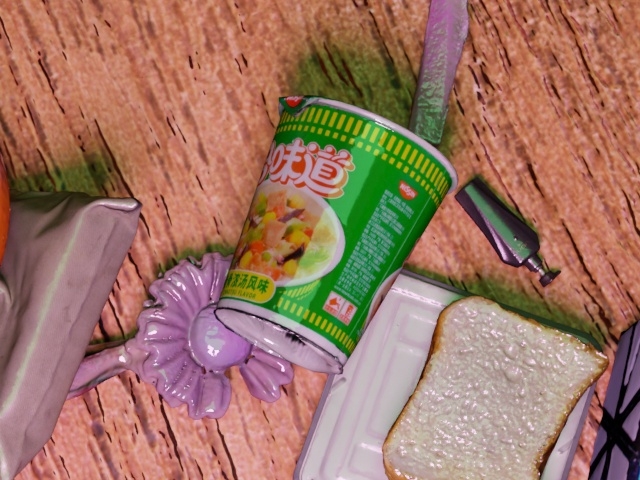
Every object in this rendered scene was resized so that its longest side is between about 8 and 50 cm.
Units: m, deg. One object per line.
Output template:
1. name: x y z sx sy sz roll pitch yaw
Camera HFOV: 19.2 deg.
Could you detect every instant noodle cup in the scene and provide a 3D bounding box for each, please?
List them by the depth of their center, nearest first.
1. instant noodle cup: 0.000 0.000 1.914 0.207 0.207 0.232 25 76 3

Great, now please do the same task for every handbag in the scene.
1. handbag: -0.318 0.090 1.893 0.253 0.109 0.315 8 73 45

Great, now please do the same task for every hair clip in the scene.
1. hair clip: -0.172 0.114 1.958 0.300 0.069 0.173 -15 84 -5

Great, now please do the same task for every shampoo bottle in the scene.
1. shampoo bottle: 0.200 -0.007 2.019 0.048 0.027 0.137 -40 83 -7

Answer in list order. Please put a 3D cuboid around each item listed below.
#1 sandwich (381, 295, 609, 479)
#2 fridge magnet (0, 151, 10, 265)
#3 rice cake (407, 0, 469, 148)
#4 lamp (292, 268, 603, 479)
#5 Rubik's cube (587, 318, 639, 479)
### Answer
1. sandwich: 0.174 0.177 1.914 0.186 0.065 0.214 26 76 3
2. fridge magnet: -0.473 0.004 1.884 0.364 0.155 0.363 -13 61 24
3. rice cake: 0.127 -0.198 2.052 0.047 0.036 0.206 14 78 -9
4. lamp: 0.133 0.185 1.967 0.269 0.047 0.266 19 76 1
5. Rubik's cube: 0.419 0.229 1.850 0.283 0.293 0.288 15 77 3
